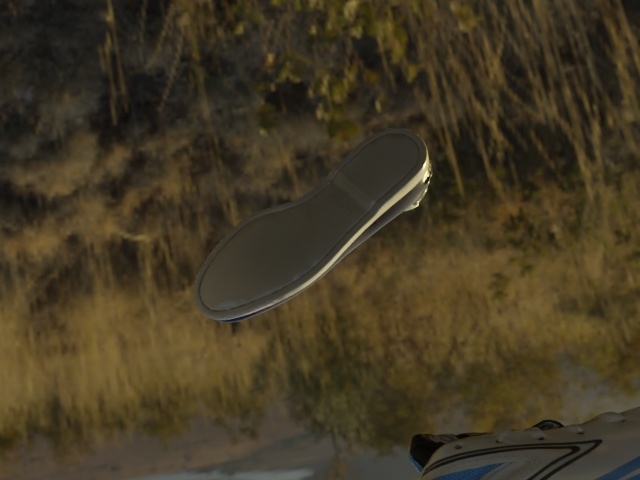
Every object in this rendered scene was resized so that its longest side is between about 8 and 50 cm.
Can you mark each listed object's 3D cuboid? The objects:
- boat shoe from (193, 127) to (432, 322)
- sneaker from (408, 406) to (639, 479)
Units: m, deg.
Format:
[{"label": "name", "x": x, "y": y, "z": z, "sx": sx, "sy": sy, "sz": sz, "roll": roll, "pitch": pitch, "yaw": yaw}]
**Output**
[{"label": "boat shoe", "x": 0.000, "y": 0.000, "z": 0.873, "sx": 0.206, "sy": 0.075, "sz": 0.065, "roll": -38, "pitch": 150, "yaw": -7}, {"label": "sneaker", "x": 0.088, "y": 0.096, "z": 0.448, "sx": 0.237, "sy": 0.086, "sz": 0.085, "roll": -24, "pitch": 158, "yaw": -3}]
